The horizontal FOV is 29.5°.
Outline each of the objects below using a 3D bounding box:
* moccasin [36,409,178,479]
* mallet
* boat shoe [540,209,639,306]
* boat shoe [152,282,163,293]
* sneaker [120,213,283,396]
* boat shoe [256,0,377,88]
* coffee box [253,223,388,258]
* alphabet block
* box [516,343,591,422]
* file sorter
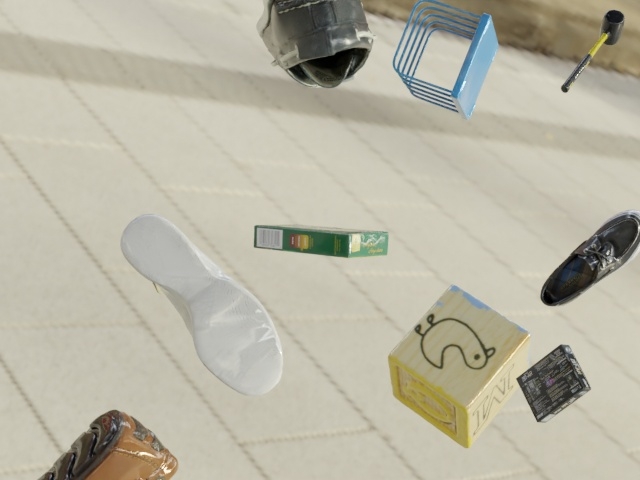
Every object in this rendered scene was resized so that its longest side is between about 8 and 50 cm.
[{"bbox_3d":[-0.345,0.383,1.559,0.147,0.380,0.139,47,-2,-24],"label":"moccasin"},{"bbox_3d":[0.476,-0.323,2.140,0.039,0.189,0.062,31,-18,20],"label":"mallet"},{"bbox_3d":[0.460,0.035,2.066,0.080,0.228,0.076,54,27,9],"label":"boat shoe"},{"bbox_3d":[-0.214,0.032,1.679,0.049,0.152,0.056,-15,71,-3],"label":"boat shoe"},{"bbox_3d":[-0.110,0.061,1.208,0.212,0.080,0.094,52,-2,3],"label":"sneaker"},{"bbox_3d":[-0.003,-0.190,1.173,0.302,0.114,0.091,11,63,-83],"label":"boat shoe"},{"bbox_3d":[0.000,0.000,1.882,0.184,0.040,0.113,5,4,34],"label":"coffee box"},{"bbox_3d":[0.262,0.237,2.286,0.192,0.193,0.197,32,67,26],"label":"alphabet block"},{"bbox_3d":[0.293,0.181,1.534,0.018,0.083,0.067,11,45,-43],"label":"box"},{"bbox_3d":[0.173,-0.252,1.684,0.105,0.118,0.170,22,0,13],"label":"file sorter"}]
